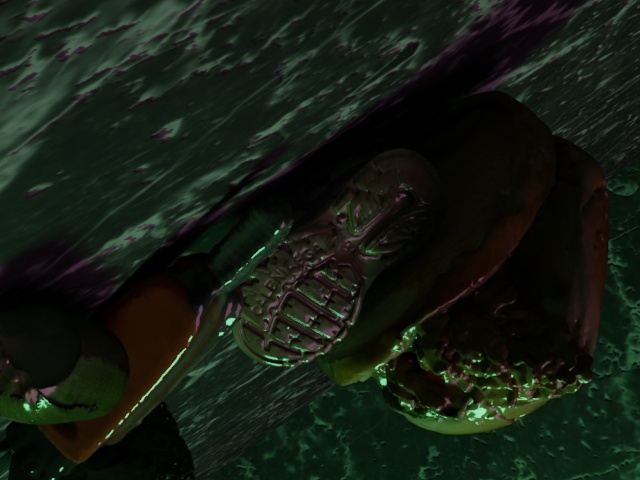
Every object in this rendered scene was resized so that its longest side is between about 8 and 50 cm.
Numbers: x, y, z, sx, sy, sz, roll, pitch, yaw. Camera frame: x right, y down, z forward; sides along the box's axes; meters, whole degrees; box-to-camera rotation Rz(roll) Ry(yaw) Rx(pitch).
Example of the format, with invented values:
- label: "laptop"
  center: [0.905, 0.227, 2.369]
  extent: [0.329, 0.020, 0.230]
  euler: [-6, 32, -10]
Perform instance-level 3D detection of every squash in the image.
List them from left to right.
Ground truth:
- label: "squash"
  center: [-0.157, 0.075, 0.946]
  extent: [0.069, 0.069, 0.239]
  euler: [-36, 173, -1]

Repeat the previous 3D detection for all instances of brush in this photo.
- label: "brush"
  center: [-0.123, 0.071, 1.074]
  extent: [0.323, 0.070, 0.051]
  euler: [-45, 169, 33]

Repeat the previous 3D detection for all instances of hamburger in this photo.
- label: "hamburger"
  center: [0.106, 0.020, 1.158]
  extent: [0.243, 0.146, 0.286]
  euler: [-57, -157, 4]

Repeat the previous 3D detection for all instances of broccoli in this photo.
- label: "broccoli"
  center: [-0.185, 0.215, 1.328]
  extent: [0.156, 0.195, 0.195]
  euler: [6, 149, -29]

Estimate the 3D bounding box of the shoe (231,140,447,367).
- label: "shoe"
  center: [0.000, 0.000, 1.101]
  extent: [0.180, 0.089, 0.092]
  euler: [-46, -155, 3]
